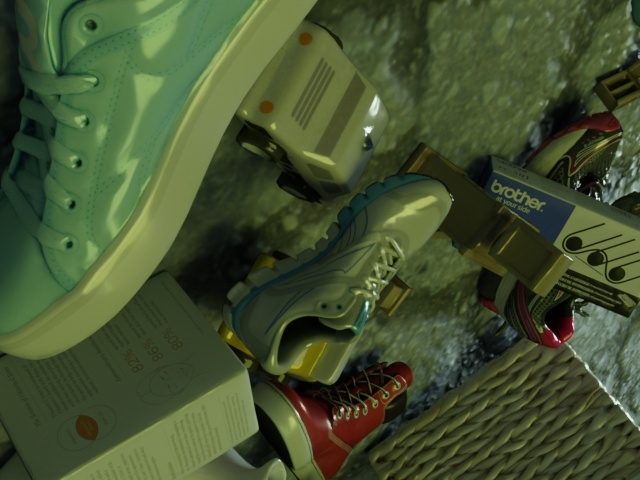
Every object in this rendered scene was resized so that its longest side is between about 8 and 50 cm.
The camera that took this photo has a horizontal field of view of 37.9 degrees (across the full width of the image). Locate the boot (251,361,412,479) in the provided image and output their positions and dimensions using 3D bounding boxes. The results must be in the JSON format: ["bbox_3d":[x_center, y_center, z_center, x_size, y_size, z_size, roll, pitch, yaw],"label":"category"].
[{"bbox_3d":[0.019,0.168,0.997,0.176,0.088,0.244,-38,153,-10],"label":"boot"}]

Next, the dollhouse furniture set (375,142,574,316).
[{"bbox_3d":[0.128,0.033,0.878,0.161,0.182,0.101,-52,145,10],"label":"dollhouse furniture set"}]

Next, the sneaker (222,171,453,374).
[{"bbox_3d":[0.025,0.030,0.667,0.191,0.083,0.071,-38,133,2],"label":"sneaker"}]

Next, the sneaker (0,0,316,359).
[{"bbox_3d":[-0.133,-0.102,0.539,0.150,0.135,0.365,26,97,-46],"label":"sneaker"}]

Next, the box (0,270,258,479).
[{"bbox_3d":[-0.157,0.127,0.733,0.171,0.130,0.091,-29,142,-21],"label":"box"}]

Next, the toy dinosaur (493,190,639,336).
[{"bbox_3d":[0.338,0.037,1.209,0.268,0.064,0.118,-46,142,11],"label":"toy dinosaur"}]

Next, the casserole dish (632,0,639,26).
[{"bbox_3d":[0.360,-0.283,0.917,0.114,0.037,0.188,-39,146,-8],"label":"casserole dish"}]

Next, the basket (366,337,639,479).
[{"bbox_3d":[0.287,0.338,1.248,0.331,0.266,0.328,-38,146,5],"label":"basket"}]

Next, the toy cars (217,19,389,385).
[{"bbox_3d":[0.000,0.000,0.751,0.176,0.087,0.393,-43,151,-45],"label":"toy cars"}]

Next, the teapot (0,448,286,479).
[{"bbox_3d":[-0.171,0.280,0.826,0.253,0.187,0.256,-25,141,-26],"label":"teapot"}]

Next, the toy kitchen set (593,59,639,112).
[{"bbox_3d":[0.352,-0.166,0.975,0.075,0.068,0.083,-26,166,-25],"label":"toy kitchen set"}]

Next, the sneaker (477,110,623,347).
[{"bbox_3d":[0.280,-0.011,1.050,0.121,0.112,0.299,-20,138,-31],"label":"sneaker"}]

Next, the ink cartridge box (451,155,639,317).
[{"bbox_3d":[0.251,-0.002,0.973,0.046,0.207,0.097,-76,-170,-62],"label":"ink cartridge box"}]
